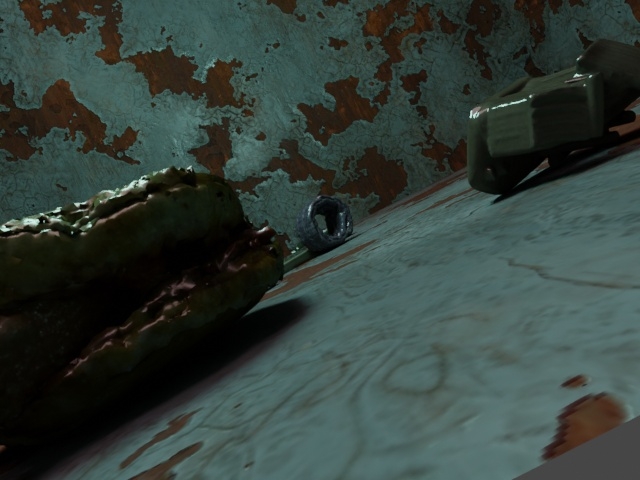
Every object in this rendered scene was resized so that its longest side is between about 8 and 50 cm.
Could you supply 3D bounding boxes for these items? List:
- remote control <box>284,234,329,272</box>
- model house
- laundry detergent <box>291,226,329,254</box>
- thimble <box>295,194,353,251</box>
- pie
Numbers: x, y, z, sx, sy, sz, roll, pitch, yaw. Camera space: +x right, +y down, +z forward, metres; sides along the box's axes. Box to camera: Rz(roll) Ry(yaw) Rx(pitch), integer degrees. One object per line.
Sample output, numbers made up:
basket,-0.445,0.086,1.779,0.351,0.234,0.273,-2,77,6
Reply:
remote control,-0.081,0.057,1.291,0.285,0.038,0.123,-28,2,-33
model house,0.292,-0.150,0.534,0.229,0.122,0.188,-32,9,-30
laundry detergent,0.000,0.000,1.488,0.211,0.063,0.137,-29,0,-8
thimble,0.009,-0.045,1.248,0.150,0.150,0.098,-28,-3,-34
pie,-0.238,0.086,0.531,0.395,0.180,0.418,-30,-4,-30
